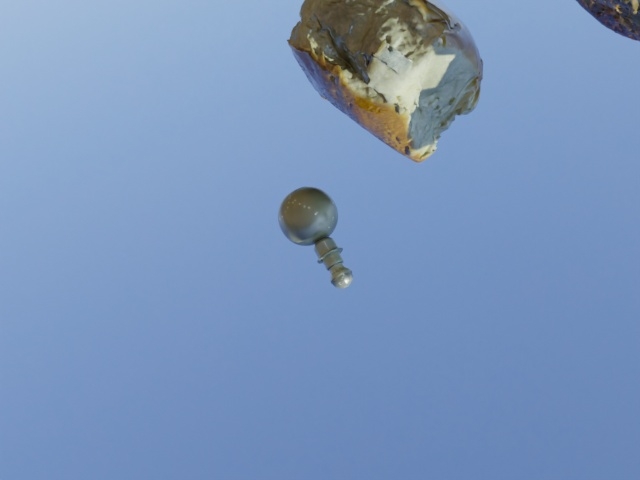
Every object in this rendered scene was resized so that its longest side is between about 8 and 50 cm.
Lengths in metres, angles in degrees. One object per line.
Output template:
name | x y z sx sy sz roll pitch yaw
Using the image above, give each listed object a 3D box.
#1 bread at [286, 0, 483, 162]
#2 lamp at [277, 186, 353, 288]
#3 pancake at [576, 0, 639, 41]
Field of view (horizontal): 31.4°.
bread | 0.105 -0.282 1.730 0.250 0.279 0.225 39 -87 25
lamp | 0.000 0.000 1.701 0.091 0.163 0.091 -25 164 -8
pancake | 0.362 -0.318 1.257 0.356 0.356 0.065 20 -107 51
